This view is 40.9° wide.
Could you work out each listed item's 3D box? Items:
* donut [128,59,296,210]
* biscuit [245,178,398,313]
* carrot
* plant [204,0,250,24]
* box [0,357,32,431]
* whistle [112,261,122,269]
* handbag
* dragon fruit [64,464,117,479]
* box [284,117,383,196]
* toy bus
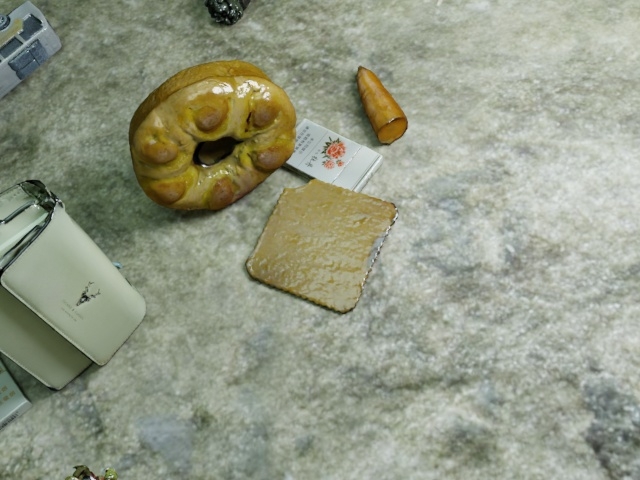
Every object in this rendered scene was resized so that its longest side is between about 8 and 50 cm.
[{"bbox_3d":[-0.206,-0.194,1.622,0.317,0.299,0.150,-8,42,-23],"label":"donut"},{"bbox_3d":[0.000,0.000,1.595,0.237,0.013,0.232,20,74,22],"label":"biscuit"},{"bbox_3d":[0.113,-0.287,1.721,0.072,0.072,0.205,-21,55,1],"label":"carrot"},{"bbox_3d":[-0.202,-0.552,1.936,0.092,0.094,0.143,23,63,12],"label":"plant"},{"bbox_3d":[-0.639,0.266,1.596,0.122,0.032,0.220,-40,60,-10],"label":"box"},{"bbox_3d":[-0.435,0.047,1.673,0.100,0.035,0.035,3,61,14],"label":"whistle"},{"bbox_3d":[-0.471,0.084,1.471,0.237,0.358,0.160,-41,58,-11],"label":"handbag"},{"bbox_3d":[-0.378,0.450,1.355,0.160,0.167,0.172,-49,16,27],"label":"dragon fruit"},{"bbox_3d":[0.014,-0.162,1.692,0.198,0.029,0.109,29,71,27],"label":"box"},{"bbox_3d":[-0.758,-0.402,1.974,0.342,0.097,0.138,-43,62,-12],"label":"toy bus"}]
